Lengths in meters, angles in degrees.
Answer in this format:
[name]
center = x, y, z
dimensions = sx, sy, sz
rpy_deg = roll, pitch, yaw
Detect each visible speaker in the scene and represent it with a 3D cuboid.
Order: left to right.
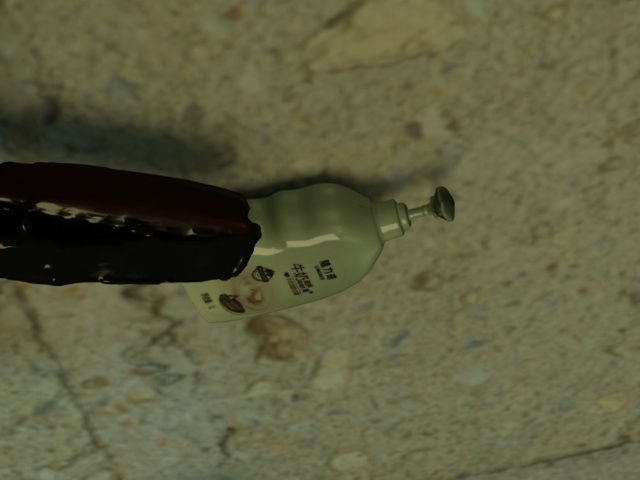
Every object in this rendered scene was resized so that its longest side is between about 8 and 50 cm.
[speaker]
center = -0.193, 0.046, 0.798
dimensions = 0.259, 0.198, 0.329
rpy_deg = 25, 126, -4

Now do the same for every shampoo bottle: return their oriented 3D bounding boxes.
[shampoo bottle]
center = 0.000, 0.000, 0.891
dimensions = 0.152, 0.045, 0.077
rpy_deg = -16, 140, 6
